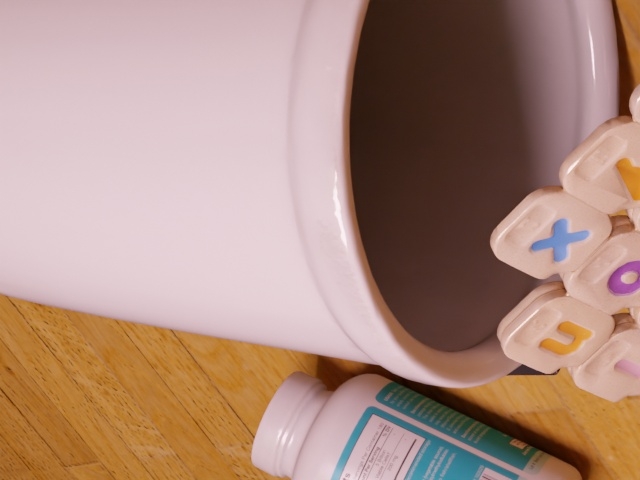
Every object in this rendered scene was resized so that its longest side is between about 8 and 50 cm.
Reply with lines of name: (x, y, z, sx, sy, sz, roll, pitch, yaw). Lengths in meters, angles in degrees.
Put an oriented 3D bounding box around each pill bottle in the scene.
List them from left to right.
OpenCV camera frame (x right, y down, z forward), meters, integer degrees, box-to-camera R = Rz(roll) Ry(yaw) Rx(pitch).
pill bottle: (0.077, 0.206, 1.559, 0.264, 0.146, 0.146, 25, 141, 16)

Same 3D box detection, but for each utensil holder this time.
utensil holder: (-0.049, -0.090, 1.210, 0.385, 0.327, 0.327, 6, 133, 35)

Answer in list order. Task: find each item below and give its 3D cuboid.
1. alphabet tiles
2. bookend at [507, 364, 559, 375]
alphabet tiles: (0.239, -0.013, 1.103, 0.278, 0.021, 0.284, 23, 119, -40)
bookend: (0.129, 0.052, 1.352, 0.072, 0.157, 0.156, -4, 126, 41)
